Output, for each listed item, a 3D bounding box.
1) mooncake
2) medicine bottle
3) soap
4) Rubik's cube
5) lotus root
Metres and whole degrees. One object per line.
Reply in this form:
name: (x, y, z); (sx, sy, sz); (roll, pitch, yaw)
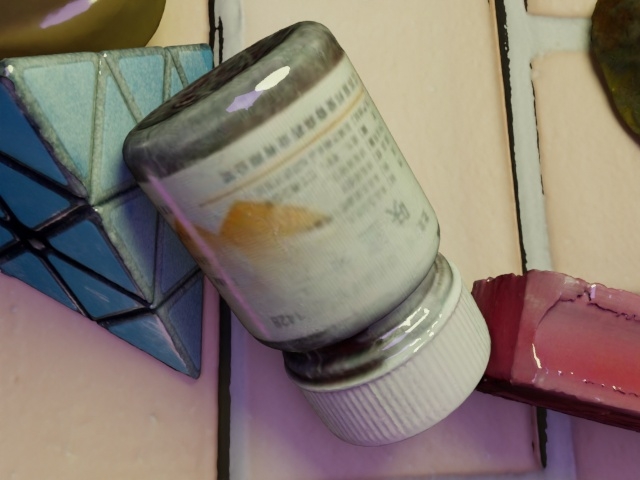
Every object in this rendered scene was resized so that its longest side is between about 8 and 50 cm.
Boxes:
mooncake: (-0.261, -0.224, 0.598); (0.235, 0.117, 0.234); (-1, 77, 4)
medicine bottle: (0.000, 0.000, 0.506); (0.165, 0.165, 0.273); (-38, 110, -13)
soap: (0.250, 0.097, 0.558); (0.250, 0.162, 0.099); (14, 76, -4)
Rubik's cube: (-0.189, -0.050, 0.554); (0.233, 0.229, 0.228); (11, 118, -39)
lotus root: (0.356, -0.175, 0.656); (0.138, 0.119, 0.235); (-26, 82, -17)
